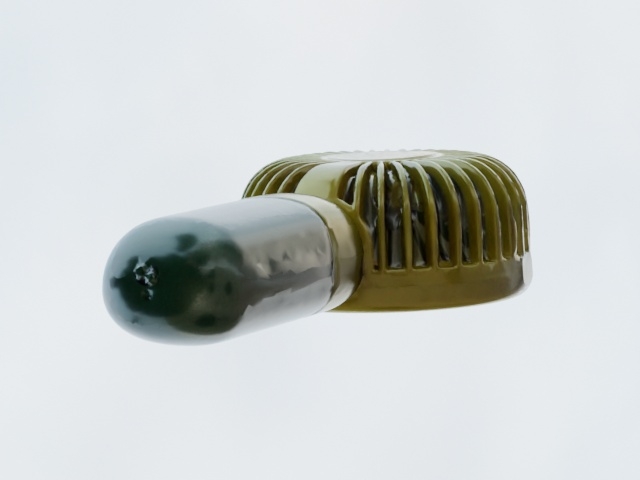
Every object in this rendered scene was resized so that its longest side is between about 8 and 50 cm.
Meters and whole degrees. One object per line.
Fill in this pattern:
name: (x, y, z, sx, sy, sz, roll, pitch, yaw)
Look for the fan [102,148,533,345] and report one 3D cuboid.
fan: (0.000, 0.000, 0.483, 0.155, 0.082, 0.039, -15, -75, -60)
